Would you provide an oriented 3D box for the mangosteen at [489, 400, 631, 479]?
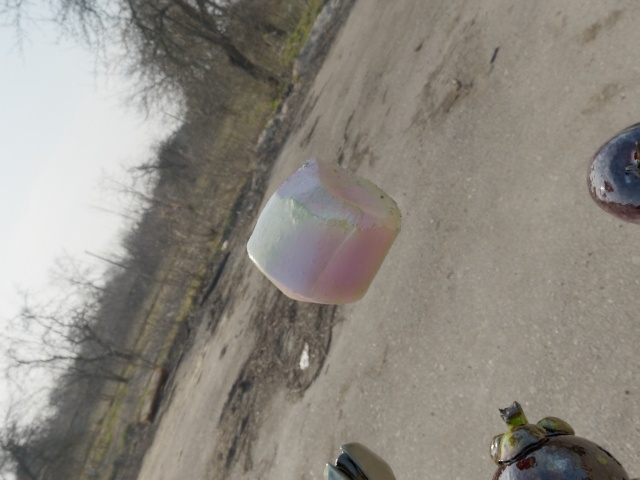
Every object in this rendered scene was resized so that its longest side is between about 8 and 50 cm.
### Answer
[{"bbox_3d":[0.332,0.339,0.716,0.192,0.192,0.217,-52,36,38],"label":"mangosteen"}]

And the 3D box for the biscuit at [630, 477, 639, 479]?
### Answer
[{"bbox_3d":[0.515,0.490,0.750,0.259,0.079,0.259,-50,27,37],"label":"biscuit"}]

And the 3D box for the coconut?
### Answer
[{"bbox_3d":[0.000,0.000,0.872,0.245,0.233,0.233,-60,18,28],"label":"coconut"}]

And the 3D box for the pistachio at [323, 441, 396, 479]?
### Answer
[{"bbox_3d":[0.097,0.549,1.125,0.137,0.238,0.153,-51,27,-19],"label":"pistachio"}]

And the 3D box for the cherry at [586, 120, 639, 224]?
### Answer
[{"bbox_3d":[0.552,-0.114,0.815,0.195,0.195,0.195,-55,20,31],"label":"cherry"}]
